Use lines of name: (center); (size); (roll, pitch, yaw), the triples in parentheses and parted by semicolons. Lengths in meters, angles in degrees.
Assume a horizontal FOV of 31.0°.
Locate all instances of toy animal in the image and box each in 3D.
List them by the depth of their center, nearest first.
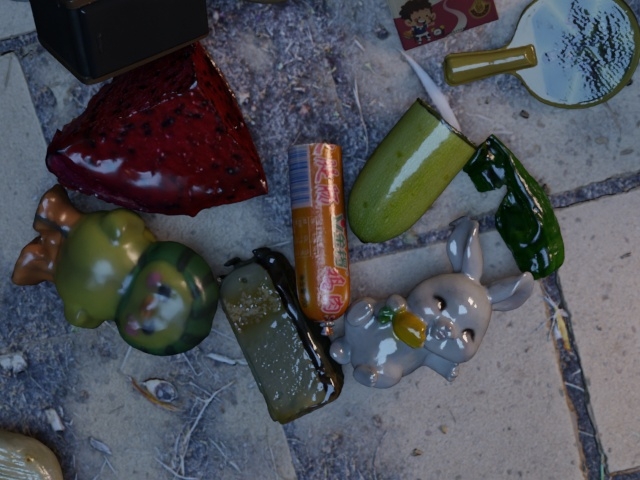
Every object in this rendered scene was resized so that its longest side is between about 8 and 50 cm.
toy animal: (0.178, 0.122, 1.898); (0.208, 0.154, 0.325); (45, 90, 7)
toy animal: (-0.319, 0.057, 1.906); (0.338, 0.191, 0.216); (27, 103, 7)

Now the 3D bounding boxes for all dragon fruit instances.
dragon fruit: (-0.278, -0.189, 1.823); (0.330, 0.240, 0.302); (-17, 66, -9)

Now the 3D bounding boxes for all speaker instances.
speaker: (-0.310, -0.372, 1.777); (0.231, 0.192, 0.153); (-27, 137, -24)

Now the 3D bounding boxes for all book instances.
book: (0.176, -0.415, 1.804); (0.162, 0.022, 0.231); (-18, 132, 7)

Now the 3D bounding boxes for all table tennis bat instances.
table tennis bat: (0.356, -0.301, 1.860); (0.321, 0.050, 0.198); (-10, 101, 3)

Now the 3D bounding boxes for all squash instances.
squash: (0.131, -0.098, 1.870); (0.132, 0.132, 0.247); (38, 101, -2)

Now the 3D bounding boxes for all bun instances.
bun: (-0.588, 0.450, 2.024); (0.273, 0.168, 0.272); (0, 94, -6)

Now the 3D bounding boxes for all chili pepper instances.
chili pepper: (0.323, -0.054, 1.889); (0.099, 0.083, 0.253); (-29, 93, 19)

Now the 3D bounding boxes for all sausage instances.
sausage: (0.000, 0.000, 1.883); (0.093, 0.093, 0.312); (-4, 85, 6)

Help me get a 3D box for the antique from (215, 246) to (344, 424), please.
antique: (-0.071, 0.151, 1.940); (0.125, 0.150, 0.284); (-26, 89, 10)

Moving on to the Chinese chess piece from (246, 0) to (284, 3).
Chinese chess piece: (-0.087, -0.503, 1.834); (0.251, 0.097, 0.250); (1, 100, 6)
